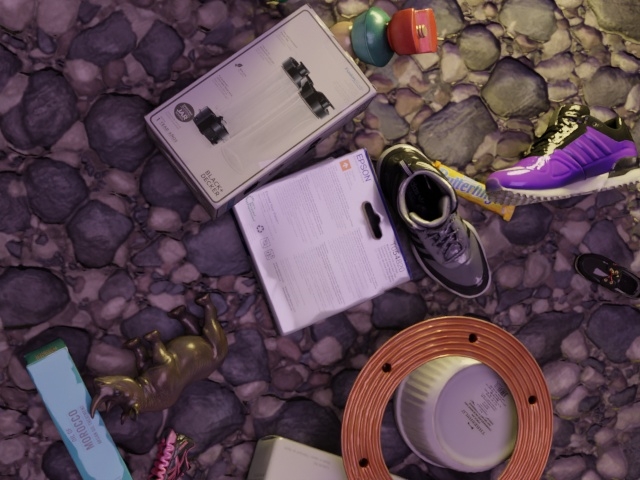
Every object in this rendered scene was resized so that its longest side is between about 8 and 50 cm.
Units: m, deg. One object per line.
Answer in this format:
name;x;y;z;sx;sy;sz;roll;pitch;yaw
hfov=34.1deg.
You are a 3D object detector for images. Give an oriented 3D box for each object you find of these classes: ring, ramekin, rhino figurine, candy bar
ring;0.186;0.276;1.526;0.336;0.032;0.337;-1;93;-16
ramekin;0.225;0.259;1.610;0.207;0.109;0.207;-1;93;-17
rhino figurine;-0.224;0.177;1.453;0.243;0.073;0.106;-36;101;-38
candy bar;0.238;-0.079;1.642;0.161;0.018;0.040;24;86;-18

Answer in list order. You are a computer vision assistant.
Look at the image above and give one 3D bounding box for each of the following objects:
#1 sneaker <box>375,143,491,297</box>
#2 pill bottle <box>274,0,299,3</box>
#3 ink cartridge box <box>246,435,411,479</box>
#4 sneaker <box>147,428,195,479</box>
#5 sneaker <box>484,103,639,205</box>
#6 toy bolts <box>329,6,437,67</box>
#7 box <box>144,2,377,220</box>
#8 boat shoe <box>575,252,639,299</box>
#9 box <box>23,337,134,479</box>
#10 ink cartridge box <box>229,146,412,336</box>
sneaker;0.174;-0.016;1.548;0.101;0.153;0.269;-33;100;3
pill bottle;-0.176;-0.458;1.397;0.361;0.204;0.204;11;90;-17
ink cartridge box;0.009;0.514;1.516;0.308;0.091;0.385;23;70;-18
sneaker;-0.216;0.336;1.516;0.057;0.047;0.119;19;89;-29
sneaker;0.374;-0.138;1.640;0.293;0.102;0.146;-10;91;-27
toy bolts;0.084;-0.368;1.541;0.158;0.218;0.229;-3;94;26
box;-0.084;-0.181;1.480;0.290;0.087;0.169;-38;86;-12
boat shoe;0.479;0.057;1.713;0.133;0.042;0.049;26;87;-15
box;-0.329;0.260;1.444;0.060;0.100;0.244;-27;101;-15
ink cartridge box;0.000;0.000;1.557;0.224;0.045;0.223;-22;97;-14
